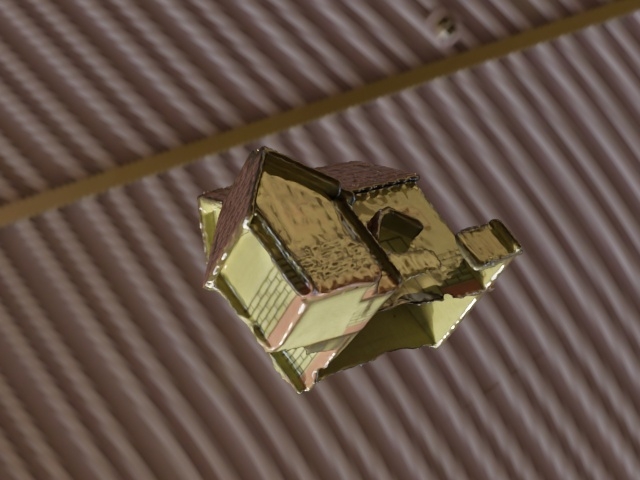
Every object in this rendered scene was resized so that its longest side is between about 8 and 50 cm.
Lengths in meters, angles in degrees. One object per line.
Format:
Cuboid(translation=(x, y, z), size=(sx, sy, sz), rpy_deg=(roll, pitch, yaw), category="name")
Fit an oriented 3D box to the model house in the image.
Cuboid(translation=(0.000, 0.000, 0.441), size=(0.083, 0.057, 0.058), rpy_deg=(-14, -120, -41), category="model house")
